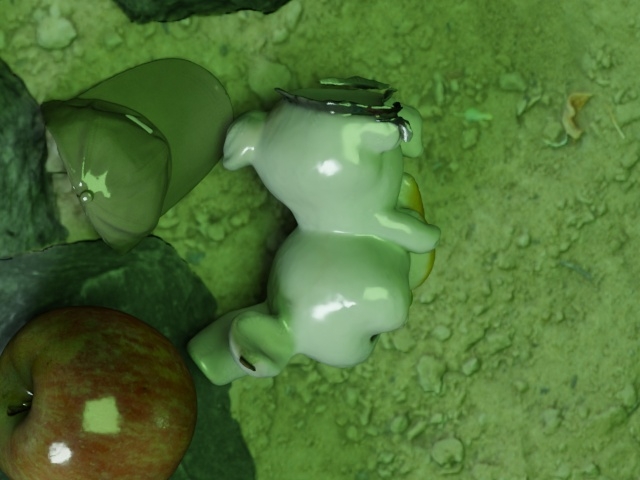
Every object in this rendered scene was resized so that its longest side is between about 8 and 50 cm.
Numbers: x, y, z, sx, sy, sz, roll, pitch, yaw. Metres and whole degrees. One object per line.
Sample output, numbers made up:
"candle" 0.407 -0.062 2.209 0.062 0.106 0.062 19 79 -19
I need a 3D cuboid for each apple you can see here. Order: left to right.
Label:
"apple" -0.211 0.157 1.805 0.174 0.188 0.188 17 90 -39

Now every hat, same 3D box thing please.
"hat" -0.157 -0.090 1.836 0.173 0.144 0.166 -31 109 -2

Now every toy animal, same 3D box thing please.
"toy animal" 0.007 0.001 1.900 0.247 0.183 0.310 2 105 -24
